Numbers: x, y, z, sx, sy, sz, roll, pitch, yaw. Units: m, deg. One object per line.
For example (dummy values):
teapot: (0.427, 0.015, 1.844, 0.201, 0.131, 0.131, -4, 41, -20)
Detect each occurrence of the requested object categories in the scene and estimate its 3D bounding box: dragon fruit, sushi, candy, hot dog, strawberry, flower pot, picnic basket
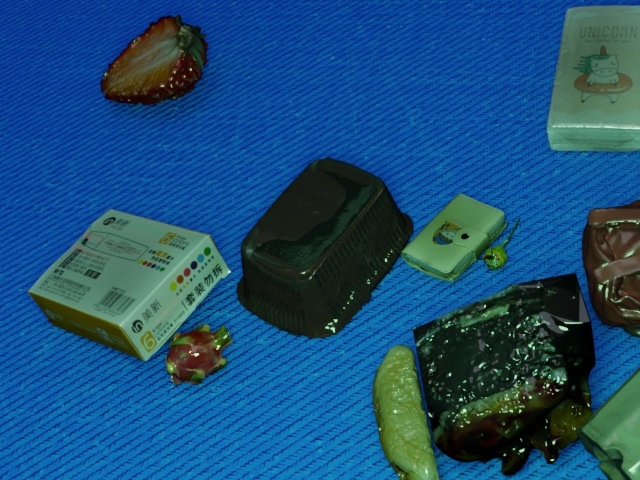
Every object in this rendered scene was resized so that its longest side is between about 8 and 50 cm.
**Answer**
dragon fruit: (-0.186, 0.174, 1.741, 0.116, 0.081, 0.086, -21, 68, 12)
sushi: (0.254, 0.198, 1.514, 0.227, 0.215, 0.212, -11, 48, 4)
candy: (0.297, 0.001, 1.804, 0.035, 0.035, 0.123, 38, 52, 2)
hot dog: (0.117, 0.258, 1.588, 0.073, 0.084, 0.242, -15, 48, 7)
strawberry: (-0.314, -0.329, 2.219, 0.236, 0.111, 0.190, -22, 54, 27)
flower pot: (0.475, 0.226, 1.413, 0.259, 0.290, 0.290, -37, 50, -3)
picnic basket: (0.000, 0.000, 1.815, 0.222, 0.129, 0.297, 24, 60, 30)

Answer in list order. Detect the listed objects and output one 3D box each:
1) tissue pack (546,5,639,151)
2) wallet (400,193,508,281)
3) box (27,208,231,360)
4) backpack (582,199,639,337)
tissue pack: (0.499, -0.290, 1.975, 0.170, 0.071, 0.325, 3, 51, 20)
wallet: (0.219, -0.003, 1.819, 0.110, 0.039, 0.155, 27, 60, 38)
box: (-0.314, 0.064, 1.834, 0.274, 0.091, 0.221, 16, 54, 44)
backpack: (0.495, 0.027, 1.649, 0.229, 0.139, 0.229, -9, 48, 10)
